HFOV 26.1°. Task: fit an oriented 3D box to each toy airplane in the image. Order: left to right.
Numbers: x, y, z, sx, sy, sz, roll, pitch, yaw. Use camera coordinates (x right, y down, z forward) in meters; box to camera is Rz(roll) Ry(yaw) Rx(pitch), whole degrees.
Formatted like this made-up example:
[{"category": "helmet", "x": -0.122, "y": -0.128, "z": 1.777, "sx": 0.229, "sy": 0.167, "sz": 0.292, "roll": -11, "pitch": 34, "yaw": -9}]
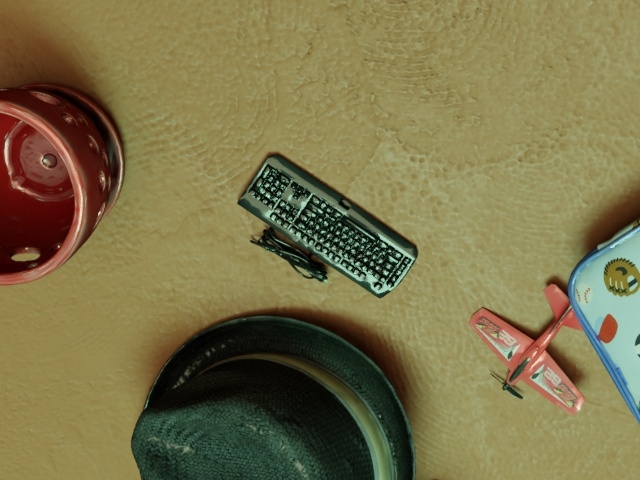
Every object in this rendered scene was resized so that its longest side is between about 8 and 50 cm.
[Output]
[{"category": "toy airplane", "x": 0.230, "y": 0.107, "z": 1.447, "sx": 0.151, "sy": 0.028, "sz": 0.151, "roll": 12, "pitch": 113, "yaw": 30}]

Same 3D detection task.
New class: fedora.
[{"category": "fedora", "x": -0.075, "y": 0.229, "z": 1.430, "sx": 0.334, "sy": 0.152, "sz": 0.334, "roll": -2, "pitch": 85, "yaw": 24}]

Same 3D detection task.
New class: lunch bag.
[{"category": "lunch bag", "x": 0.412, "y": 0.057, "z": 1.323, "sx": 0.303, "sy": 0.115, "sz": 0.243, "roll": -33, "pitch": 79, "yaw": 27}]

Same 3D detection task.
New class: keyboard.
[{"category": "keyboard", "x": 0.000, "y": 0.000, "z": 1.456, "sx": 0.192, "sy": 0.038, "sz": 0.100, "roll": 33, "pitch": 111, "yaw": -1}]

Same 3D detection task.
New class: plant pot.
[{"category": "plant pot", "x": -0.303, "y": -0.070, "z": 1.413, "sx": 0.191, "sy": 0.174, "sz": 0.191, "roll": 3, "pitch": 110, "yaw": 9}]
